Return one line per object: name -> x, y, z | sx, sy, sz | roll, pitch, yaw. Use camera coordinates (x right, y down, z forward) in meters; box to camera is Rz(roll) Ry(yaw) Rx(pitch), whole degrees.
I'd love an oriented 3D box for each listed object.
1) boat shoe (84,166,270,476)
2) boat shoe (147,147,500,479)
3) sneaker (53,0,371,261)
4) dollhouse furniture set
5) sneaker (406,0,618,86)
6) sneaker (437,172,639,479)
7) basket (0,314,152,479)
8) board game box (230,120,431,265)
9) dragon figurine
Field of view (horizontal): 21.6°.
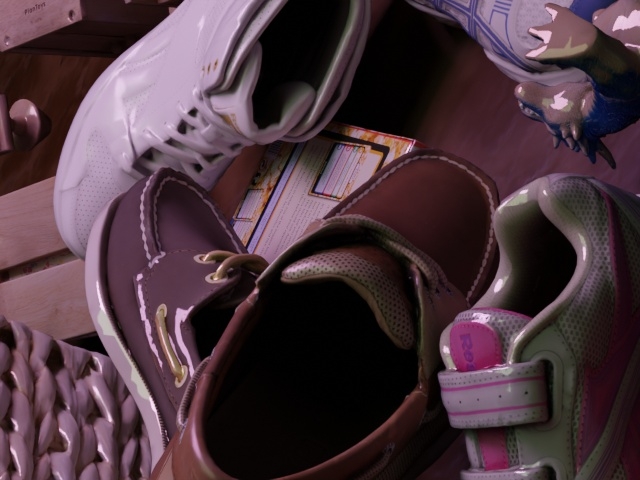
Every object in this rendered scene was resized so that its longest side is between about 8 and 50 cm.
boat shoe -> -0.049, 0.067, 0.904 | 0.097, 0.116, 0.324 | -49, 37, 28
boat shoe -> 0.020, 0.048, 0.778 | 0.324, 0.123, 0.116 | -59, -11, -47
sneaker -> -0.077, -0.082, 1.077 | 0.292, 0.108, 0.169 | -54, 20, 13
dollhouse furniture set -> -0.120, -0.031, 1.299 | 0.303, 0.174, 0.355 | -14, 83, 43
sneaker -> 0.082, -0.166, 0.940 | 0.112, 0.131, 0.296 | -62, 27, 1
sneaker -> 0.094, 0.081, 0.715 | 0.103, 0.111, 0.252 | -23, 48, 53
basket -> -0.186, 0.259, 0.909 | 0.331, 0.266, 0.328 | -48, 29, 26
board game box -> 0.000, 0.000, 1.038 | 0.146, 0.045, 0.193 | -65, 26, -1
dragon figurine -> 0.185, -0.062, 0.704 | 0.289, 0.144, 0.085 | 22, 85, 45
